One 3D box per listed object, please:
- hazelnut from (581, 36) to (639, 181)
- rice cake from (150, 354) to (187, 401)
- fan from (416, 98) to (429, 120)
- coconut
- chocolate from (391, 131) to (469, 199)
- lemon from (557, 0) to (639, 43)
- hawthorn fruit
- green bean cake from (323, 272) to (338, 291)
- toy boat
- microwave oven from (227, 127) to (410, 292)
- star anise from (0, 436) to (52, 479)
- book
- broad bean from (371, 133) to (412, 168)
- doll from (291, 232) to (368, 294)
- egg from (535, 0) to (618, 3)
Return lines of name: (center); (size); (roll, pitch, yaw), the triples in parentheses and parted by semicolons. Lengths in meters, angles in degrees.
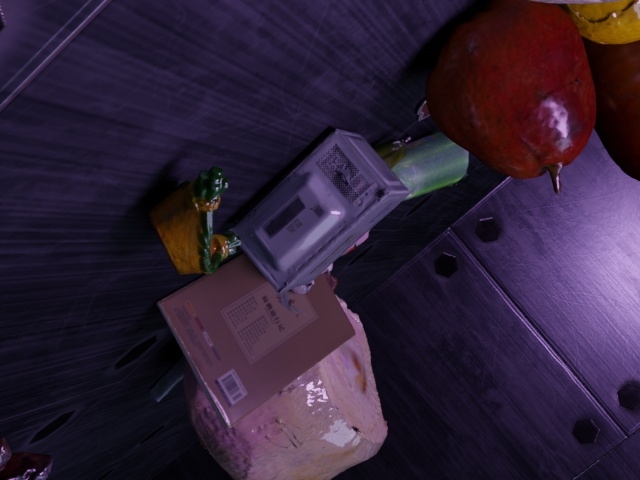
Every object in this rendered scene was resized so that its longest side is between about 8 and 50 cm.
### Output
hazelnut: (0.638, -0.301, 1.599); (0.402, 0.429, 0.402); (-21, 172, -3)
rice cake: (-0.299, 0.277, 1.934); (0.171, 0.033, 0.029); (-45, 168, 30)
fan: (0.213, -0.239, 1.548); (0.132, 0.009, 0.220); (-39, 170, 5)
coconut: (-0.087, 0.303, 1.808); (0.404, 0.404, 0.404); (-38, 171, -7)
chocolate: (0.152, -0.119, 1.624); (0.291, 0.110, 0.110); (-23, 161, -51)
lemon: (0.395, -0.345, 1.235); (0.180, 0.180, 0.193); (-39, 154, -1)
hawthorn fruit: (0.268, -0.186, 1.243); (0.224, 0.261, 0.224); (-31, 171, -5)
green bean cake: (-0.069, 0.120, 1.592); (0.232, 0.198, 0.097); (-37, 174, -40)
toy boat: (-0.132, -0.015, 1.018); (0.088, 0.089, 0.229); (-24, 165, -7)
microwave oven: (-0.001, -0.044, 1.291); (0.208, 0.122, 0.162); (-42, 170, 14)
star anise: (-0.518, 0.385, 1.366); (0.282, 0.129, 0.212); (-39, -172, 25)
book: (-0.091, 0.126, 1.476); (0.310, 0.217, 0.021); (-31, -176, -42)
broad bean: (0.065, -0.112, 1.446); (0.213, 0.048, 0.070); (-28, 179, -28)
doll: (0.000, 0.000, 1.478); (0.192, 0.095, 0.149); (-40, 166, -2)
egg: (0.262, -0.314, 0.805); (0.337, 0.201, 0.337); (-37, 173, -6)
